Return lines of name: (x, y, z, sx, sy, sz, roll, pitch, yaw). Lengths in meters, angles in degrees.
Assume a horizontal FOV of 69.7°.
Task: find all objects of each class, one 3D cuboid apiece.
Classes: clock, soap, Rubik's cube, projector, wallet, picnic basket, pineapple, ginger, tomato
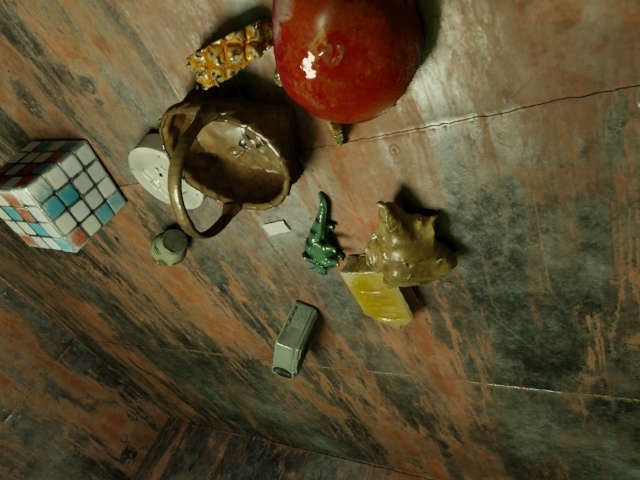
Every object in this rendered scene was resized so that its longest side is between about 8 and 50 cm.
clock: (-0.414, -0.189, 1.278, 0.231, 0.083, 0.230, 19, 146, 14)
soap: (0.181, 0.151, 1.332, 0.160, 0.080, 0.257, -6, 131, 35)
Rubik's cube: (-0.828, -0.142, 1.436, 0.254, 0.256, 0.258, 6, 137, 24)
projector: (-0.089, 0.362, 1.632, 0.099, 0.192, 0.256, 21, 141, 8)
wallet: (-0.130, -0.037, 1.352, 0.083, 0.011, 0.044, -11, 128, 37)
picnic basket: (-0.232, -0.159, 1.033, 0.338, 0.337, 0.292, 13, 139, 17)
pineapple: (-0.199, -0.367, 0.926, 0.233, 0.135, 0.079, -11, 127, 39)
ginger: (0.197, 0.002, 1.123, 0.219, 0.123, 0.270, -27, 113, 24)
tomato: (0.015, -0.331, 0.771, 0.309, 0.170, 0.308, 10, 118, 19)

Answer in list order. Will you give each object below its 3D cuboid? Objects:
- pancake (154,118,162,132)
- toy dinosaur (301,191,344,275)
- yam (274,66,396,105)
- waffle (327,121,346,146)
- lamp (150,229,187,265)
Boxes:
pancake: (-0.395, -0.280, 1.232, 0.115, 0.011, 0.114, 14, 139, 13)
toy dinosaur: (0.017, 0.006, 1.268, 0.120, 0.079, 0.291, 21, 138, 5)
yam: (0.033, -0.316, 0.911, 0.253, 0.061, 0.061, 15, 140, 13)
waffle: (0.040, -0.215, 0.959, 0.023, 0.152, 0.097, -24, 122, 6)
lamp: (-0.522, 0.032, 1.570, 0.121, 0.121, 0.215, 40, 149, -15)
